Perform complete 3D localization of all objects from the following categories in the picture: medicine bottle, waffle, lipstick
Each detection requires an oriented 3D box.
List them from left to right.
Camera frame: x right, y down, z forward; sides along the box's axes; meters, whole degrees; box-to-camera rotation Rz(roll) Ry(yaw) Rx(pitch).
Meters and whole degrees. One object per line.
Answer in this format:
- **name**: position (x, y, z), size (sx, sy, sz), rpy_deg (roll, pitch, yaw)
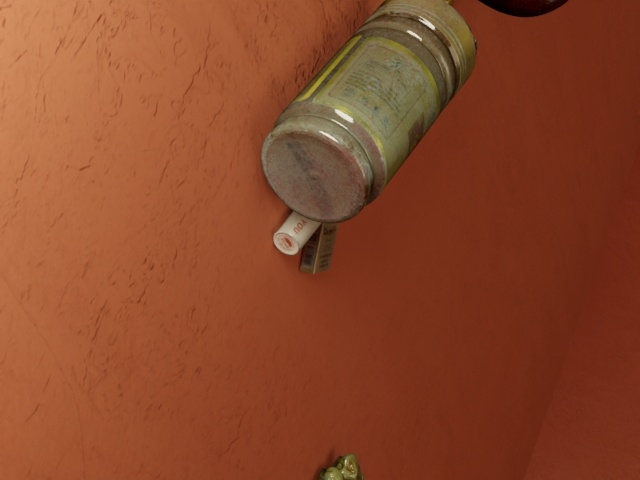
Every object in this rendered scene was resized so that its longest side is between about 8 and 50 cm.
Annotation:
- **lipstick**: position (-0.012, -0.035, 1.647), size (0.130, 0.038, 0.038), rpy_deg (-53, 148, -41)
- **waffle**: position (0.014, 0.438, 1.963), size (0.223, 0.054, 0.204), rpy_deg (-55, 149, -36)
- **medicine bottle**: position (0.062, -0.166, 1.595), size (0.322, 0.151, 0.151), rpy_deg (-52, 147, -42)

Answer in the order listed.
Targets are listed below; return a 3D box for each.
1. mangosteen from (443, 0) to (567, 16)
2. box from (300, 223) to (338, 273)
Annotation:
- **mangosteen**: position (0.251, -0.410, 1.851), size (0.261, 0.235, 0.235), rpy_deg (-34, 160, 13)
- **box**: position (0.000, 0.000, 1.714), size (0.053, 0.024, 0.083), rpy_deg (-10, 112, -65)
